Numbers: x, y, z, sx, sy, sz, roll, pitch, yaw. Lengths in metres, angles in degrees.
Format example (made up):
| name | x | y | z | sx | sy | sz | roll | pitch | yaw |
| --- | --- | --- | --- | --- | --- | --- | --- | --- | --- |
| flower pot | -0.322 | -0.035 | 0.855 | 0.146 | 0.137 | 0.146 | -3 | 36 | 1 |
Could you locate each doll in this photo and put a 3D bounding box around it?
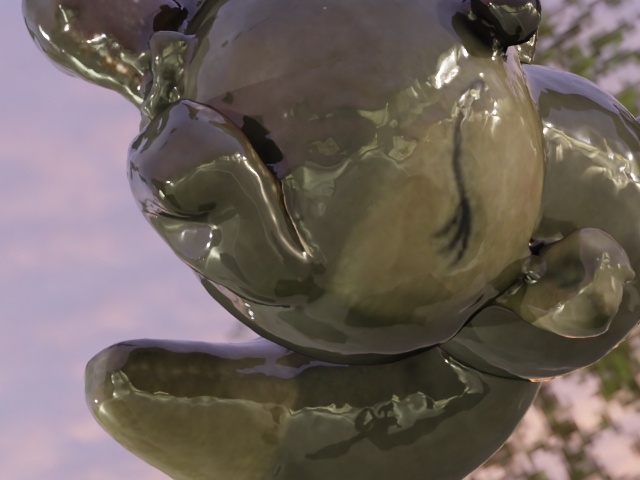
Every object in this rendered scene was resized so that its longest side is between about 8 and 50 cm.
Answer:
| name | x | y | z | sx | sy | sz | roll | pitch | yaw |
| --- | --- | --- | --- | --- | --- | --- | --- | --- | --- |
| doll | 0.010 | 0.023 | 0.949 | 0.382 | 0.252 | 0.378 | 15 | -68 | -30 |
